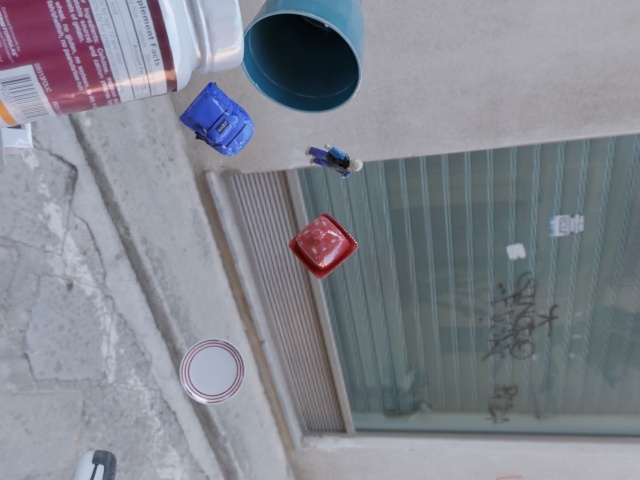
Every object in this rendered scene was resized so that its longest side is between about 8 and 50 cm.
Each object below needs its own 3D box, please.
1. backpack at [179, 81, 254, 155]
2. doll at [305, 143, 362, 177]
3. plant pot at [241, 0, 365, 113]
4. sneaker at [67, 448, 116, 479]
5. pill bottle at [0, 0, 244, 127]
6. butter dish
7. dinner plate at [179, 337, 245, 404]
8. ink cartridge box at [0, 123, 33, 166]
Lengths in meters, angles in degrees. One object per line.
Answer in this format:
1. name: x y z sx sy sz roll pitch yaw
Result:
1. backpack: -0.182 -0.209 0.903 0.120 0.098 0.101 41 10 -21
2. doll: 0.039 -0.229 1.420 0.046 0.189 0.129 -52 139 -19
3. plant pot: -0.017 -0.478 1.145 0.271 0.272 0.255 67 32 -54
4. sneaker: -0.498 0.507 0.727 0.169 0.258 0.447 132 -20 -64
5. pill bottle: -0.332 -0.321 0.759 0.224 0.393 0.223 161 -90 -72
6. butter dish: 0.000 0.000 1.436 0.160 0.160 0.118 47 -7 21
7. dinner plate: -0.233 0.283 1.090 0.017 0.141 0.141 117 -28 -80
8. ink cartridge box: -0.679 -0.248 1.093 0.060 0.104 0.180 -8 94 -46
